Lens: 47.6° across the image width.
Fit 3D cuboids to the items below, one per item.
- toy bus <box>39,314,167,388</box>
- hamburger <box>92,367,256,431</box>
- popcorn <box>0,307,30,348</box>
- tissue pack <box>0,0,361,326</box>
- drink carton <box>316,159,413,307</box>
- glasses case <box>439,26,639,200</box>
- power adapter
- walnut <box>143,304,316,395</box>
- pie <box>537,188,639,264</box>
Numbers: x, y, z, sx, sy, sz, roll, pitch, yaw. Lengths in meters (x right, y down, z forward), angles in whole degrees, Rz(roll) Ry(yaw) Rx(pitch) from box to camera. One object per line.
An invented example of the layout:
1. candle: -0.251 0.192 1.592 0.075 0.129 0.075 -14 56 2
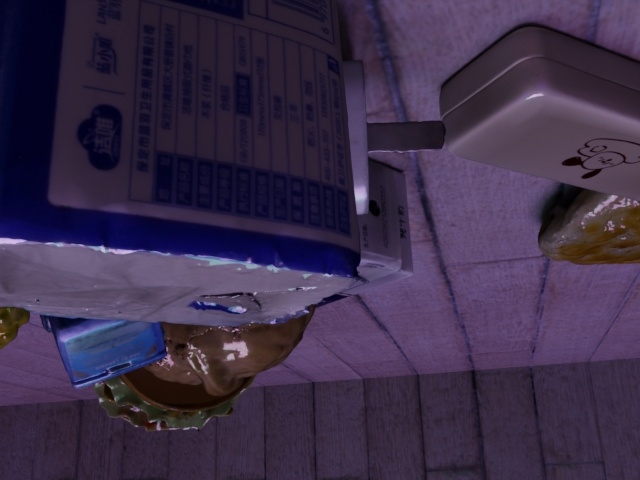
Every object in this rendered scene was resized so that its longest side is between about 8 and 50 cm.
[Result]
1. toy bus: -0.180 -0.014 0.529 0.079 0.236 0.094 -15 147 -25
2. hamburger: -0.235 0.172 1.156 0.274 0.274 0.212 7 156 -25
3. popcorn: -0.501 0.045 0.933 0.225 0.174 0.286 -31 138 26
4. tissue pack: -0.096 -0.090 0.432 0.209 0.270 0.137 5 156 -24
5. drink carton: 0.000 -0.001 0.895 0.102 0.134 0.222 17 152 -38
6. glasses case: 0.274 -0.111 0.712 0.312 0.070 0.131 9 157 -29
7. power adapter: -0.025 -0.084 0.617 0.255 0.124 0.187 -3 -172 2
8. walnut: -0.102 0.057 0.746 0.198 0.198 0.245 -5 -168 9
9. pie: 0.456 -0.025 0.966 0.337 0.075 0.337 -2 161 -1
